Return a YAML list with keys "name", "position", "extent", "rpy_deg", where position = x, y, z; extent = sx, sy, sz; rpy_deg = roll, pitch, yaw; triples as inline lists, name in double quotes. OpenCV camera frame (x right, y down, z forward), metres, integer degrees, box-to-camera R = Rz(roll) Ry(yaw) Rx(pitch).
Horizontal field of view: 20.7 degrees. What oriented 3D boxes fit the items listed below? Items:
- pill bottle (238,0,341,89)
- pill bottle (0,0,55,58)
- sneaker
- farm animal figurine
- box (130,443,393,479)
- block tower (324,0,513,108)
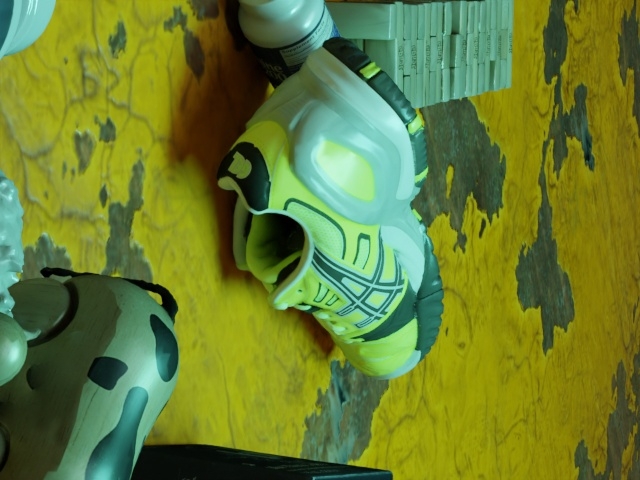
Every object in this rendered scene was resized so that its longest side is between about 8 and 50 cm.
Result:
- name: "pill bottle"
  position: [-0.024, -0.162, 1.343]
  extent: [0.120, 0.067, 0.067]
  rpy_deg: [60, 40, -54]
- name: "pill bottle"
  position: [-0.209, -0.123, 0.856]
  extent: [0.180, 0.108, 0.108]
  rpy_deg: [-27, 118, -64]
- name: "sneaker"
  position: [0.000, 0.000, 1.388]
  extent: [0.147, 0.145, 0.384]
  rpy_deg: [-36, 146, -15]
- name: "farm animal figurine"
  position: [-0.147, 0.158, 0.955]
  extent: [0.330, 0.172, 0.326]
  rpy_deg: [51, 46, -61]
- name: "box"
  position: [-0.051, 0.195, 1.216]
  extent: [0.156, 0.158, 0.093]
  rpy_deg: [15, 80, -67]
- name: "block tower"
  position: [0.081, -0.169, 1.563]
  extent: [0.335, 0.091, 0.097]
  rpy_deg: [-16, 108, -65]
